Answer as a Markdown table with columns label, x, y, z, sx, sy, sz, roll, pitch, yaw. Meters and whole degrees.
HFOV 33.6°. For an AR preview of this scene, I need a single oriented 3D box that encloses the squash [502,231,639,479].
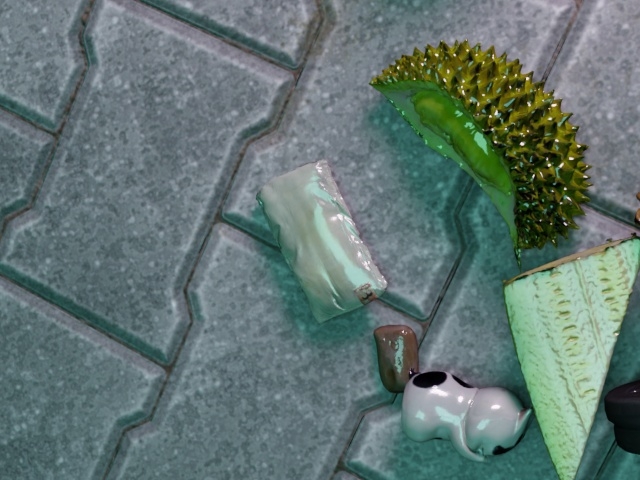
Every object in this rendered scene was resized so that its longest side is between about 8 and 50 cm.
| label | x | y | z | sx | sy | sz | roll | pitch | yaw |
| --- | --- | --- | --- | --- | --- | --- | --- | --- | --- |
| squash | 0.368 | 0.156 | 1.396 | 0.203 | 0.111 | 0.288 | -20 | 88 | 13 |

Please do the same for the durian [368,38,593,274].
| label | x | y | z | sx | sy | sz | roll | pitch | yaw |
| --- | --- | --- | --- | --- | --- | --- | --- | --- | --- |
| durian | 0.235 | -0.145 | 1.449 | 0.352 | 0.158 | 0.169 | 49 | 140 | 11 |

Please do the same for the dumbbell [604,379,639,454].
| label | x | y | z | sx | sy | sz | roll | pitch | yaw |
| --- | --- | --- | --- | --- | --- | --- | --- | --- | --- |
| dumbbell | 0.473 | 0.318 | 1.331 | 0.185 | 0.185 | 0.388 | -10 | 89 | 18 |

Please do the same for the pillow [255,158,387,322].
| label | x | y | z | sx | sy | sz | roll | pitch | yaw |
| --- | --- | --- | --- | --- | --- | --- | --- | --- | --- |
| pillow | 0.000 | 0.000 | 1.543 | 0.128 | 0.051 | 0.229 | -30 | 82 | 24 |

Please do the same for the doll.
| label | x | y | z | sx | sy | sz | roll | pitch | yaw |
| --- | --- | --- | --- | --- | --- | --- | --- | --- | --- |
| doll | 0.198 | 0.243 | 1.458 | 0.181 | 0.110 | 0.106 | 14 | 86 | 17 |

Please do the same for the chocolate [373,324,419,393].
| label | x | y | z | sx | sy | sz | roll | pitch | yaw |
| --- | --- | --- | --- | --- | --- | --- | --- | --- | --- |
| chocolate | 0.107 | 0.173 | 1.525 | 0.065 | 0.031 | 0.100 | -5 | 92 | 23 |

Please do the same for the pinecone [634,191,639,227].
| label | x | y | z | sx | sy | sz | roll | pitch | yaw |
| --- | --- | --- | --- | --- | --- | --- | --- | --- | --- |
| pinecone | 0.494 | -0.035 | 1.320 | 0.179 | 0.150 | 0.195 | 33 | 90 | -31 |
